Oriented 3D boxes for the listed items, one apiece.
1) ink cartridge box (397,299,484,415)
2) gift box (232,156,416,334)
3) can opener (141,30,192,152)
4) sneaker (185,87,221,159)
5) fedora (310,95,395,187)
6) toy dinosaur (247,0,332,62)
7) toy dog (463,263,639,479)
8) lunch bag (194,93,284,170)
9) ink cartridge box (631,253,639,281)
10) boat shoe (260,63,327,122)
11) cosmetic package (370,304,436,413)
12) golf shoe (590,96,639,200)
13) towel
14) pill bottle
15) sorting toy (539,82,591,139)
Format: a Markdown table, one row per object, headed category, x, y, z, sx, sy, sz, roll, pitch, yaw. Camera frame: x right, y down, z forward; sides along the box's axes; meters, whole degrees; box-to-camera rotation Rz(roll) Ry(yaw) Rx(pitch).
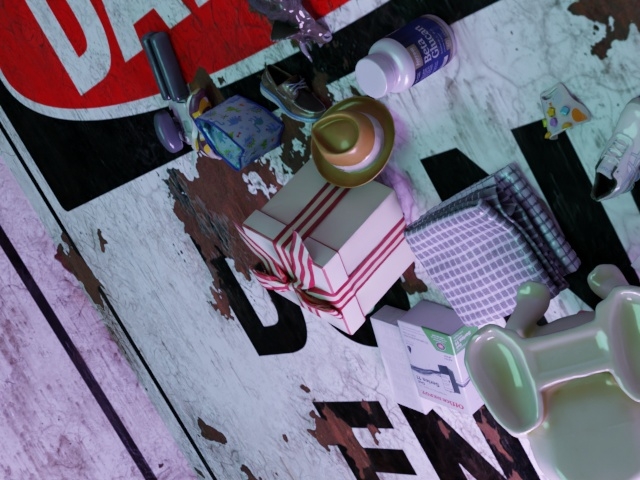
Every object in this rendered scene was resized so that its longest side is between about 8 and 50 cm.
| category | x | y | z | sx | sy | sz | roll | pitch | yaw |
| --- | --- | --- | --- | --- | --- | --- | --- | --- | --- |
| ink cartridge box | 0.261 | 0.243 | 2.096 | 0.153 | 0.087 | 0.208 | 13 | 130 | 47 |
| gift box | 0.000 | 0.000 | 2.000 | 0.255 | 0.258 | 0.276 | 24 | 153 | 40 |
| can opener | -0.362 | -0.342 | 2.358 | 0.076 | 0.095 | 0.283 | 12 | 129 | 46 |
| sneaker | -0.256 | -0.269 | 2.324 | 0.084 | 0.069 | 0.185 | 27 | 145 | 23 |
| fedora | 0.045 | -0.194 | 1.905 | 0.194 | 0.079 | 0.194 | -9 | 74 | 34 |
| toy dinosaur | -0.100 | -0.483 | 1.873 | 0.313 | 0.121 | 0.160 | 47 | 134 | 4 |
| toy dog | 0.448 | 0.227 | 1.595 | 0.285 | 0.408 | 0.395 | -28 | 84 | 18 |
| lunch bag | -0.178 | -0.241 | 2.183 | 0.151 | 0.129 | 0.096 | 43 | 145 | 17 |
| ink cartridge box | 0.547 | 0.015 | 1.517 | 0.090 | 0.092 | 0.143 | 43 | 147 | 16 |
| boat shoe | -0.057 | -0.297 | 2.033 | 0.183 | 0.066 | 0.066 | 33 | 140 | 31 |
| cosmetic package | 0.190 | 0.263 | 2.231 | 0.099 | 0.060 | 0.239 | 17 | 132 | 47 |
| golf shoe | 0.453 | -0.128 | 1.513 | 0.069 | 0.086 | 0.176 | 35 | 141 | 31 |
| towel | 0.298 | 0.023 | 1.817 | 0.235 | 0.121 | 0.284 | 56 | 148 | -3 |
| pill bottle | 0.139 | -0.303 | 1.678 | 0.094 | 0.169 | 0.094 | 33 | 142 | 30 |
| sorting toy | 0.374 | -0.206 | 1.595 | 0.083 | 0.045 | 0.075 | -31 | 75 | 57 |
